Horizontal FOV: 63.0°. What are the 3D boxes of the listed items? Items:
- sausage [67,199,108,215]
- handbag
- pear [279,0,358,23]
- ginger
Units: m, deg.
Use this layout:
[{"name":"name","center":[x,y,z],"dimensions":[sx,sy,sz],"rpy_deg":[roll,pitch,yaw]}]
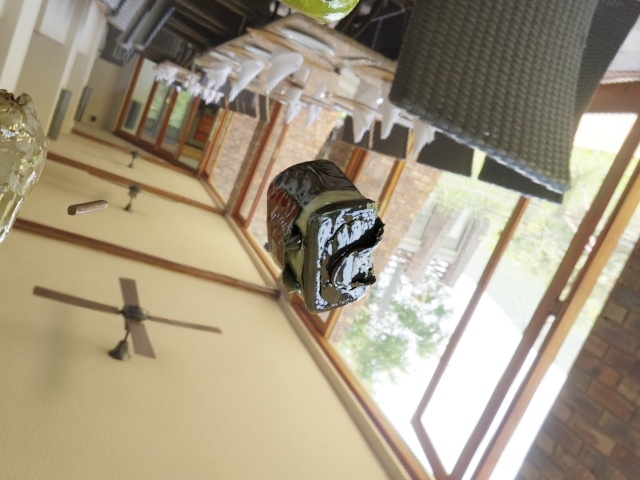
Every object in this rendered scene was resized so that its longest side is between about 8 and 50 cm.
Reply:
[{"name":"sausage","center":[-0.526,-0.076,1.188],"dimensions":[0.026,0.026,0.116],"rpy_deg":[24,-164,8]},{"name":"handbag","center":[0.000,0.000,0.940],"dimensions":[0.181,0.254,0.181],"rpy_deg":[-18,-137,-23]},{"name":"pear","center":[-0.012,-0.549,1.056],"dimensions":[0.164,0.238,0.255],"rpy_deg":[41,152,23]},{"name":"ginger","center":[-0.516,-0.068,0.802],"dimensions":[0.166,0.236,0.375],"rpy_deg":[6,-123,-31]}]
